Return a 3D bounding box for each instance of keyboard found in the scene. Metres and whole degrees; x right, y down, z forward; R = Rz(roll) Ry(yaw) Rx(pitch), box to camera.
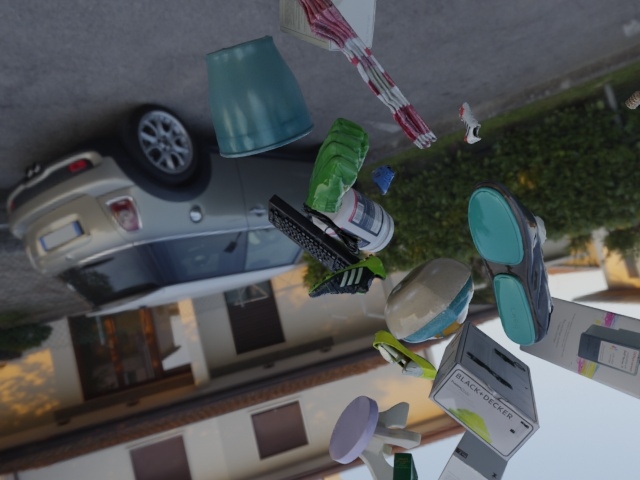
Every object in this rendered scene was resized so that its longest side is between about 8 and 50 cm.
[{"bbox_3d":[0.000,0.000,1.161,0.033,0.317,0.201,-46,166,-30],"label":"keyboard"}]

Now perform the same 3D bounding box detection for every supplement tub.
[{"bbox_3d":[0.122,-0.078,1.794,0.191,0.191,0.272,-17,148,42],"label":"supplement tub"}]

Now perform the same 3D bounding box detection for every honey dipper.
[{"bbox_3d":[0.822,-0.390,1.203,0.031,0.030,0.160,-13,156,-18],"label":"honey dipper"}]

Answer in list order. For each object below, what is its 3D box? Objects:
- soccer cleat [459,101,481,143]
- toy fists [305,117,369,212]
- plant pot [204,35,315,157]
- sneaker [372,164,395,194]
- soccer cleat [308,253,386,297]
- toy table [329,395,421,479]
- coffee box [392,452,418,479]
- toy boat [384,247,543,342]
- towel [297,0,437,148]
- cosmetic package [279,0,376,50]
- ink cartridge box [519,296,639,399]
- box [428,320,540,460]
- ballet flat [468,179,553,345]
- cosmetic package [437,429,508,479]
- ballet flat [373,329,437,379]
[{"bbox_3d":[0.302,-0.237,0.978,0.029,0.083,0.036,-11,-175,-38],"label":"soccer cleat"},{"bbox_3d":[0.042,-0.166,1.013,0.096,0.142,0.279,17,-153,2],"label":"toy fists"},{"bbox_3d":[-0.179,-0.387,1.291,0.272,0.255,0.271,-14,-155,7],"label":"plant pot"},{"bbox_3d":[0.255,-0.251,1.948,0.082,0.069,0.209,-29,-158,19],"label":"sneaker"},{"bbox_3d":[0.061,0.092,1.060,0.179,0.072,0.060,-24,170,-13],"label":"soccer cleat"},{"bbox_3d":[0.148,0.544,1.350,0.161,0.252,0.274,25,155,-5],"label":"toy table"},{"bbox_3d":[0.170,0.539,0.981,0.041,0.113,0.184,-5,-138,17],"label":"coffee box"},{"bbox_3d":[0.262,0.081,0.922,0.318,0.148,0.267,-44,175,2],"label":"toy boat"},{"bbox_3d":[0.046,-0.281,0.711,0.037,0.237,0.329,-37,145,18],"label":"towel"},{"bbox_3d":[0.006,-0.561,1.167,0.113,0.160,0.309,-11,-146,-23],"label":"cosmetic package"},{"bbox_3d":[0.532,0.193,0.784,0.207,0.119,0.353,17,179,-22],"label":"ink cartridge box"},{"bbox_3d":[0.318,0.272,0.950,0.087,0.169,0.290,-56,168,16],"label":"box"},{"bbox_3d":[0.212,0.017,0.528,0.074,0.203,0.074,-19,-159,8],"label":"ballet flat"},{"bbox_3d":[0.479,0.727,1.542,0.151,0.183,0.151,30,-146,23],"label":"cosmetic package"},{"bbox_3d":[0.259,0.375,1.533,0.077,0.231,0.077,-40,165,-50],"label":"ballet flat"}]
